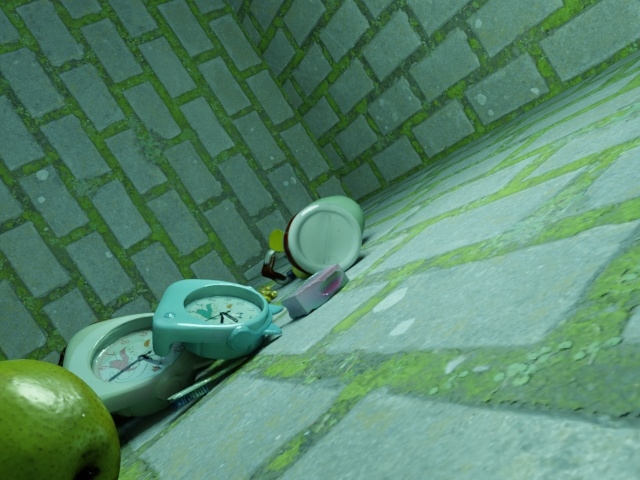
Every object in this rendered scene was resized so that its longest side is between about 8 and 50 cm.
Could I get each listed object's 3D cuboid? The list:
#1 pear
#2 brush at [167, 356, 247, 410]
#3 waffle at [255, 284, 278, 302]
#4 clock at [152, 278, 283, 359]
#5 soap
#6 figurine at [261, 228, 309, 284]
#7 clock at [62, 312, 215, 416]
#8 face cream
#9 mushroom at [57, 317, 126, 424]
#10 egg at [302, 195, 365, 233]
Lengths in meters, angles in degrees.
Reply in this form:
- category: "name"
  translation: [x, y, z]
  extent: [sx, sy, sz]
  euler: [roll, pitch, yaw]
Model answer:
- category: "pear"
  translation: [-0.413, 0.300, 0.663]
  extent: [0.294, 0.294, 0.294]
  euler: [-33, 4, 3]
- category: "brush"
  translation: [-0.219, 0.284, 1.021]
  extent: [0.178, 0.030, 0.033]
  euler: [-23, -11, -39]
- category: "waffle"
  translation: [-0.294, 0.245, 1.791]
  extent: [0.259, 0.069, 0.293]
  euler: [-35, 3, -30]
- category: "clock"
  translation: [-0.220, 0.177, 1.126]
  extent: [0.274, 0.094, 0.224]
  euler: [8, 22, -4]
- category: "soap"
  translation: [-0.008, 0.113, 1.176]
  extent: [0.149, 0.056, 0.100]
  euler: [-37, 8, -39]
- category: "figurine"
  translation: [-0.083, 0.070, 1.906]
  extent: [0.283, 0.205, 0.338]
  euler: [-39, -11, 24]
- category: "clock"
  translation: [-0.400, 0.279, 1.145]
  extent: [0.324, 0.109, 0.265]
  euler: [-11, 31, -12]
- category: "face cream"
  translation: [0.000, 0.000, 1.430]
  extent: [0.201, 0.201, 0.187]
  euler: [-34, 4, -10]
- category: "mushroom"
  translation: [-0.560, 0.344, 1.333]
  extent: [0.297, 0.278, 0.163]
  euler: [8, -6, 27]
- category: "egg"
  translation: [0.024, -0.035, 1.643]
  extent: [0.282, 0.203, 0.203]
  euler: [-37, 5, -30]
